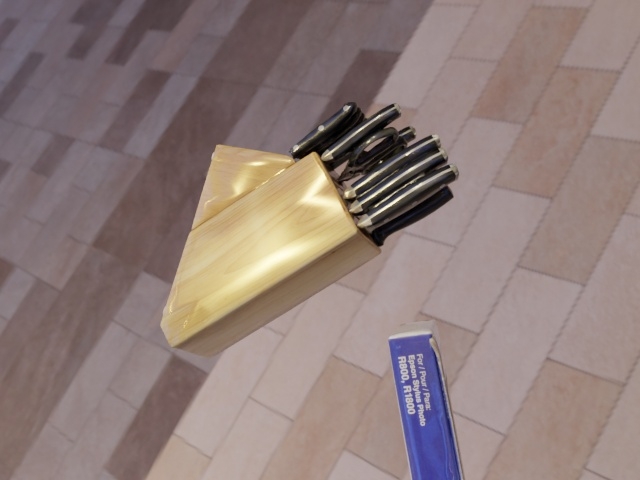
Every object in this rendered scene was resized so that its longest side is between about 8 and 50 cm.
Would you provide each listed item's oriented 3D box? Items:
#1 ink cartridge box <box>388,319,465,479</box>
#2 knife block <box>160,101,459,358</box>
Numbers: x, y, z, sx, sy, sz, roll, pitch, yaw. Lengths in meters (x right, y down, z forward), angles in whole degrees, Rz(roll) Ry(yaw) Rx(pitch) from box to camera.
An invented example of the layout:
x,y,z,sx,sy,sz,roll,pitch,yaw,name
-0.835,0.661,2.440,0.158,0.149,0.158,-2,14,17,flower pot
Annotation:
x,y,z,sx,sy,sz,roll,pitch,yaw,name
0.097,0.183,0.792,0.045,0.224,0.223,-10,87,6,ink cartridge box
0.000,0.000,0.891,0.242,0.088,0.275,13,80,23,knife block
